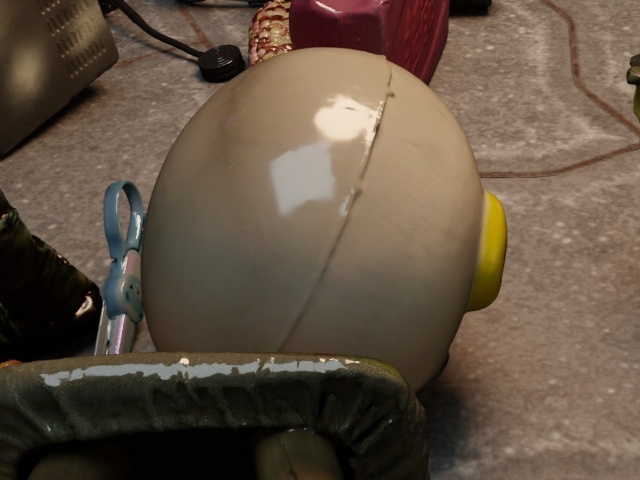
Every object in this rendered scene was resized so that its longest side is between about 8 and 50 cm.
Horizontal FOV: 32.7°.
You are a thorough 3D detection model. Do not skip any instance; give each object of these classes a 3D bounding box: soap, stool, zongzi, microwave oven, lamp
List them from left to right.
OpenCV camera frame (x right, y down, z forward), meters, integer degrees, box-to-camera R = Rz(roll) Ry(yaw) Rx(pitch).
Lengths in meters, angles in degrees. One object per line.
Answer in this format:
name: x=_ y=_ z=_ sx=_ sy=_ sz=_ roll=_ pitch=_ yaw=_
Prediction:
zongzi: x=-0.420 y=0.008 z=1.036 sx=0.383 sy=0.362 sz=0.319 roll=-28 pitch=23 yaw=-21
microwave oven: x=-0.537 y=-0.360 z=1.521 sx=0.432 sy=0.374 sz=0.236 roll=29 pitch=60 yaw=33
lamp: x=-0.259 y=-0.344 z=1.657 sx=0.130 sy=0.109 sz=0.371 roll=-29 pitch=42 yaw=-20
stool: x=-0.076 y=0.243 z=0.716 sx=0.310 sy=0.310 sz=0.226 roll=-5 pitch=46 yaw=5
soap: x=0.072 y=-0.282 z=1.412 sx=0.128 sy=0.233 sz=0.360 roll=7 pitch=39 yaw=16

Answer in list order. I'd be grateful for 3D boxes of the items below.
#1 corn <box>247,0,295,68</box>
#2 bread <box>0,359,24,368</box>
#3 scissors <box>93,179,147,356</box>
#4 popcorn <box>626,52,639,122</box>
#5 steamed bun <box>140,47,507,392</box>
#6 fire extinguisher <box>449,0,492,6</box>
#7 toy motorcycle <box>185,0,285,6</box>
corn: x=-0.062 y=-0.238 z=1.499 sx=0.092 sy=0.092 sz=0.281 roll=-3 pitch=40 yaw=6
bread: x=-0.256 y=0.192 z=0.961 sx=0.172 sy=0.103 sz=0.132 roll=26 pitch=49 yaw=35
scissors: x=-0.206 y=0.059 z=1.143 sx=0.030 sy=0.125 sz=0.256 roll=-9 pitch=50 yaw=14
popcorn: x=0.449 y=-0.043 z=1.028 sx=0.292 sy=0.237 sz=0.293 roll=-2 pitch=35 yaw=2
steamed bun: x=-0.006 y=-0.003 z=0.995 sx=0.333 sy=0.334 sz=0.374 roll=1 pitch=37 yaw=12
fire extinguisher: x=0.078 y=-0.444 z=1.616 sx=0.375 sy=0.200 sz=0.113 roll=6 pitch=56 yaw=3
toy motorcycle: x=-0.106 y=-0.493 z=1.810 sx=0.319 sy=0.241 sz=0.182 roll=-21 pitch=-2 yaw=-7
